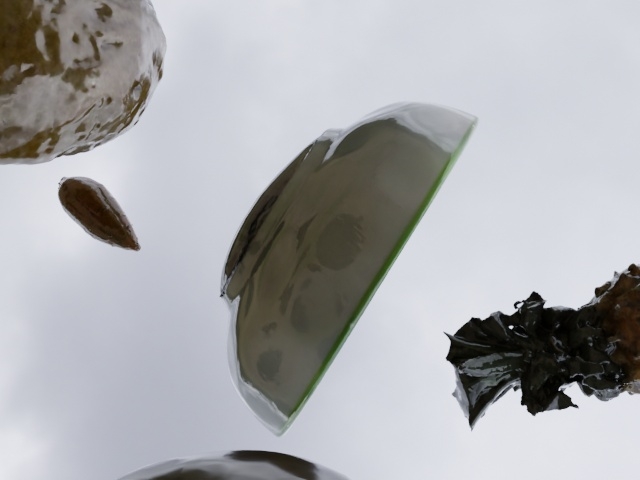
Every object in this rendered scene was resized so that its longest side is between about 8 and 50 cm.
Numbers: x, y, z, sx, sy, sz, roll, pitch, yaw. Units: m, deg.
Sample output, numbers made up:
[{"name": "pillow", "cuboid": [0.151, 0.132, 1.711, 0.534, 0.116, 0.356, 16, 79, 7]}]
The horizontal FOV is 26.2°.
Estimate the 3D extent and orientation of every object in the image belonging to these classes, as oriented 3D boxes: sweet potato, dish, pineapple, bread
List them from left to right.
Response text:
[{"name": "bread", "cuboid": [-0.206, -0.141, 0.821, 0.230, 0.230, 0.123, 63, -39, 45]}, {"name": "sweet potato", "cuboid": [-0.154, -0.021, 0.942, 0.095, 0.034, 0.034, 36, -80, 34]}, {"name": "dish", "cuboid": [0.000, 0.000, 1.179, 0.324, 0.124, 0.324, -58, 179, -2]}, {"name": "pineapple", "cuboid": [0.229, 0.090, 1.157, 0.248, 0.128, 0.128, -15, -131, -3]}]

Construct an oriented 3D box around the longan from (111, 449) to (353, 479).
[{"name": "longan", "cuboid": [-0.054, 0.253, 0.860, 0.258, 0.258, 0.258, -26, -128, 40]}]
